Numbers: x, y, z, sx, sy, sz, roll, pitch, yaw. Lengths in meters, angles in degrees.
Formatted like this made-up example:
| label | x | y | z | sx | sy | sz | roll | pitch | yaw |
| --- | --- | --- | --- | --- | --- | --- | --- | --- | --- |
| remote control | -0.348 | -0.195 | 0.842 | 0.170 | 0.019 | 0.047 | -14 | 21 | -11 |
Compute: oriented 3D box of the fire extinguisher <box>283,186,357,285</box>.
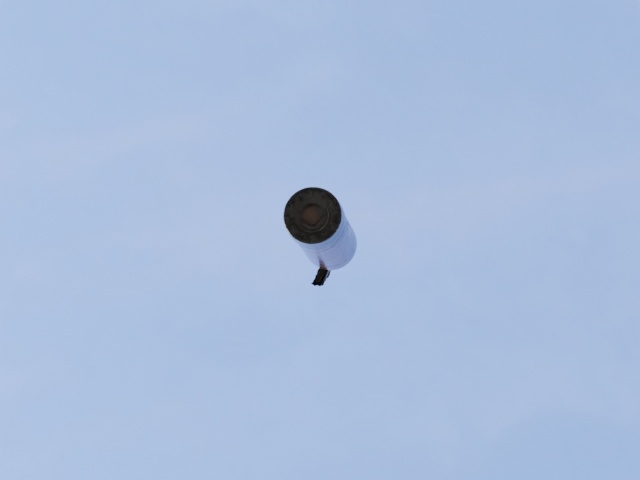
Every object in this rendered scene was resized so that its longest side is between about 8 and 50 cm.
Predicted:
| label | x | y | z | sx | sy | sz | roll | pitch | yaw |
| --- | --- | --- | --- | --- | --- | --- | --- | --- | --- |
| fire extinguisher | 0.000 | 0.000 | 0.757 | 0.022 | 0.083 | 0.028 | 25 | -96 | 9 |
